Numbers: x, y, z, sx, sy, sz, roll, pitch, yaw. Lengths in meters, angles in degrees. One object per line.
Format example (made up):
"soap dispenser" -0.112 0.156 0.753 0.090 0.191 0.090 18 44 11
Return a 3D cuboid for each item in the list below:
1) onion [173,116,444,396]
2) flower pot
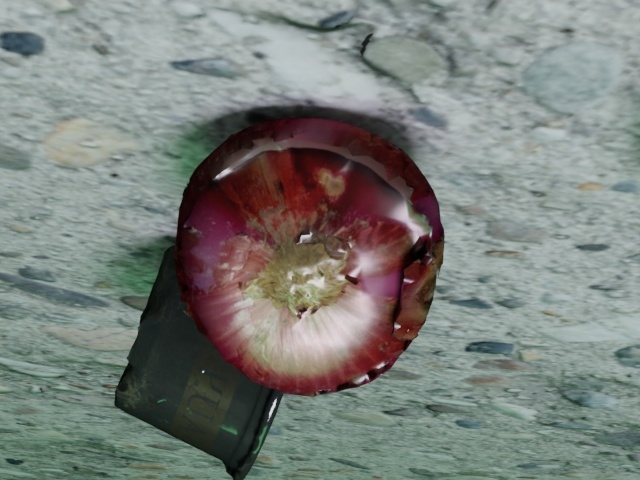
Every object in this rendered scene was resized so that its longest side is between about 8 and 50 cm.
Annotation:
"onion" 0.000 0.000 0.659 0.150 0.150 0.140 1 -164 12
"flower pot" -0.076 0.073 0.828 0.107 0.157 0.157 22 158 -4
